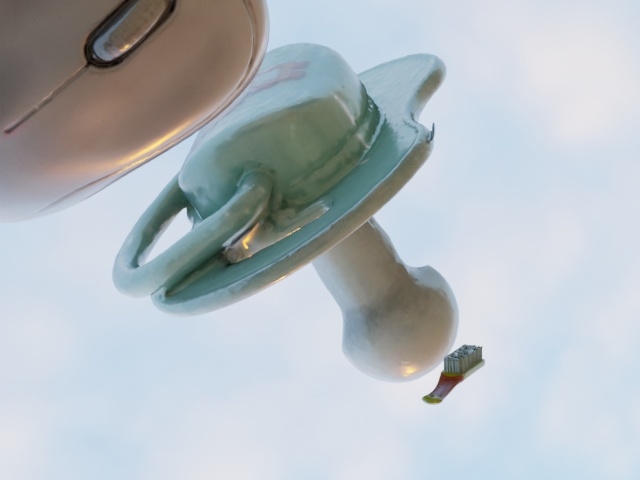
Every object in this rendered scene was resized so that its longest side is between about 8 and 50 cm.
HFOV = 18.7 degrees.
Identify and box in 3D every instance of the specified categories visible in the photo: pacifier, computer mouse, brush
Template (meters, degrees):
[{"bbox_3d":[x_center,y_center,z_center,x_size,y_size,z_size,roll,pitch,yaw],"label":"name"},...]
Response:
[{"bbox_3d":[0.000,0.000,1.481,0.269,0.288,0.343,57,-158,-15],"label":"pacifier"},{"bbox_3d":[-0.175,-0.103,1.173,0.184,0.297,0.121,49,-141,-25],"label":"computer mouse"},{"bbox_3d":[0.092,0.093,1.366,0.083,0.019,0.021,-35,-55,-56],"label":"brush"}]
